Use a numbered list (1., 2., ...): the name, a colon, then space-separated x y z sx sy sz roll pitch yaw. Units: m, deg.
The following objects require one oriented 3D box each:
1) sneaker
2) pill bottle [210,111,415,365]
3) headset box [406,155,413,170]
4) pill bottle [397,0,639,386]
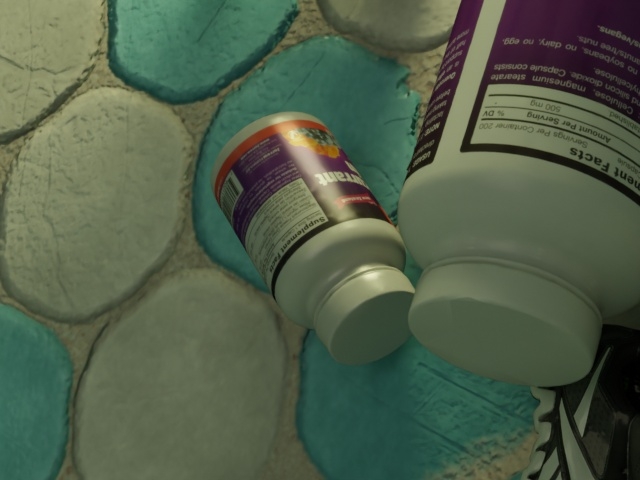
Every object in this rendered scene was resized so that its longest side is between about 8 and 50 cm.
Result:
1. sneaker: 0.191 0.160 1.247 0.106 0.078 0.234 -8 64 35
2. pill bottle: 0.000 0.000 1.427 0.108 0.108 0.193 -42 53 13
3. headset box: 0.114 -0.078 1.428 0.062 0.032 0.083 24 87 39
4. pill bottle: 0.161 -0.071 1.264 0.181 0.181 0.323 0 60 35
